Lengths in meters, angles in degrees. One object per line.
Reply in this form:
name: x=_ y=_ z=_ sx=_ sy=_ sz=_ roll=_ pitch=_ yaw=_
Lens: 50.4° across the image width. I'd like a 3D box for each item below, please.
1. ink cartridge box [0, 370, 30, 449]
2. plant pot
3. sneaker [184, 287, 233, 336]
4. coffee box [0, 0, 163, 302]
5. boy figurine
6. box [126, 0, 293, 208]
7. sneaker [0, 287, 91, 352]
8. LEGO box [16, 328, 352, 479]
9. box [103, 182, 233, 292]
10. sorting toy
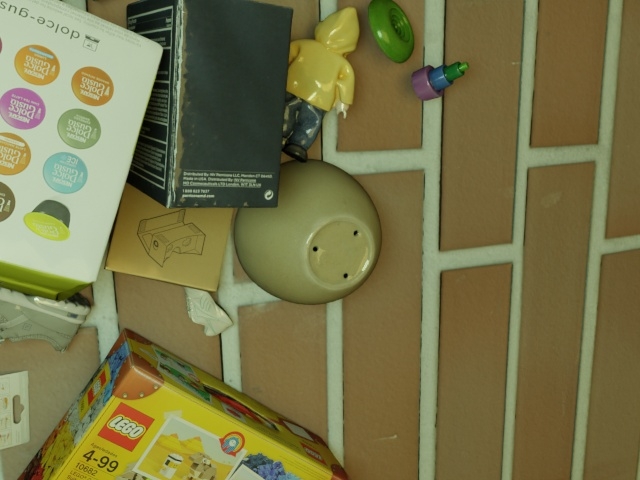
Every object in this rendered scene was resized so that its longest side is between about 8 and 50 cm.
ink cartridge box: x=-0.607 y=0.301 z=1.184 sx=0.179 sy=0.045 sz=0.145 roll=-6 pitch=105 yaw=-39
plant pot: x=0.000 y=0.000 z=1.254 sx=0.284 sy=0.191 sz=0.284 roll=-5 pitch=104 yaw=-20
sneaker: x=-0.226 y=0.120 z=1.270 sx=0.061 sy=0.054 sz=0.152 roll=-37 pitch=113 yaw=-7
coffee box: x=-0.449 y=-0.122 z=0.918 sx=0.338 sy=0.338 sz=0.334 roll=18 pitch=74 yaw=-23
boy figurine: x=-0.018 y=-0.293 z=1.228 sx=0.177 sy=0.092 sz=0.285 roll=23 pitch=90 yaw=3
box: x=-0.188 y=-0.217 z=1.061 sx=0.183 sy=0.296 sz=0.293 roll=-2 pitch=104 yaw=-29
sneaker: x=-0.532 y=0.119 z=1.121 sx=0.281 sy=0.105 sz=0.115 roll=20 pitch=95 yaw=-25
LEGO box: x=-0.253 y=0.459 z=1.265 sx=0.500 sy=0.193 sz=0.372 roll=36 pitch=89 yaw=-25
box: x=-0.266 y=-0.005 z=1.212 sx=0.201 sy=0.021 sz=0.164 roll=15 pitch=76 yaw=-24
sorting toy: x=0.156 y=-0.422 z=1.222 sx=0.365 sy=0.126 sz=0.127 roll=52 pitch=40 yaw=-23
